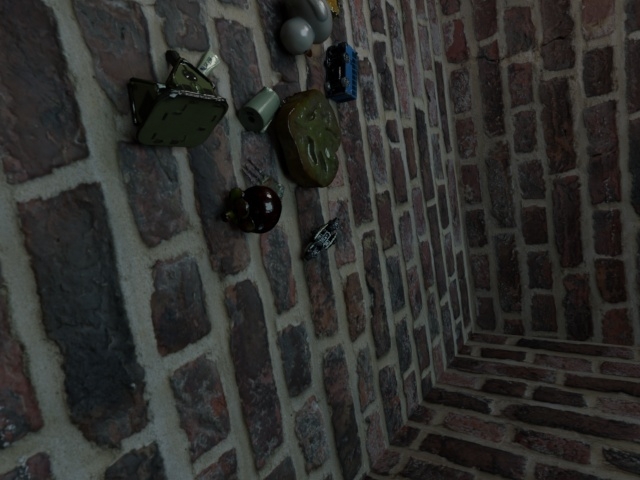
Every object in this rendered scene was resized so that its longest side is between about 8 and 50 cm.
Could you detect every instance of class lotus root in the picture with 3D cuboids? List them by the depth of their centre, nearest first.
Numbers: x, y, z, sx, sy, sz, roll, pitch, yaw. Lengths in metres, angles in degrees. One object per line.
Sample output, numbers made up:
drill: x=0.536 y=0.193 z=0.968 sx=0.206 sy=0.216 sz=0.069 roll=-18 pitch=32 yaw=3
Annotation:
lotus root: x=-0.045 y=-0.408 z=1.599 sx=0.375 sy=0.111 sz=0.389 roll=9 pitch=81 yaw=-56

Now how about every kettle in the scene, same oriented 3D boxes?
kettle: x=-0.205 y=-0.455 z=1.424 sx=0.126 sy=0.098 sz=0.148 roll=53 pitch=45 yaw=-29

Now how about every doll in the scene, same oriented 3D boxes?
doll: x=-0.077 y=-0.845 z=1.560 sx=0.221 sy=0.221 sz=0.250 roll=-56 pitch=133 yaw=-38

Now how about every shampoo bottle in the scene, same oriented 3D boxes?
shampoo bottle: x=-0.368 y=-0.538 z=1.268 sx=0.049 sy=0.034 sz=0.140 roll=50 pitch=52 yaw=-45

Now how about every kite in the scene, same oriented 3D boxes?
kite: x=-0.208 y=-0.212 z=1.473 sx=0.229 sy=0.016 sz=0.127 roll=51 pitch=47 yaw=-41

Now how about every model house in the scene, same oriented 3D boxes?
model house: x=-0.429 y=-0.422 z=1.102 sx=0.219 sy=0.205 sz=0.278 roll=-14 pitch=69 yaw=-53

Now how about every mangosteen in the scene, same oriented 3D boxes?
mangosteen: x=-0.220 y=-0.110 z=1.335 sx=0.184 sy=0.173 sz=0.172 roll=29 pitch=64 yaw=-27

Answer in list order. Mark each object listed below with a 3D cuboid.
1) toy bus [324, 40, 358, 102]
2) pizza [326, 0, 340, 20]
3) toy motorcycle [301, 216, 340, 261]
toy bus: x=0.099 y=-0.760 z=1.827 sx=0.134 sy=0.116 sz=0.233 roll=3 pitch=88 yaw=-53
pizza: x=-0.026 y=-1.120 z=1.677 sx=0.392 sy=0.080 sz=0.434 roll=42 pitch=57 yaw=-43
toy motorcycle: x=-0.001 y=0.000 z=1.657 sx=0.094 sy=0.130 sz=0.229 roll=43 pitch=66 yaw=-15
